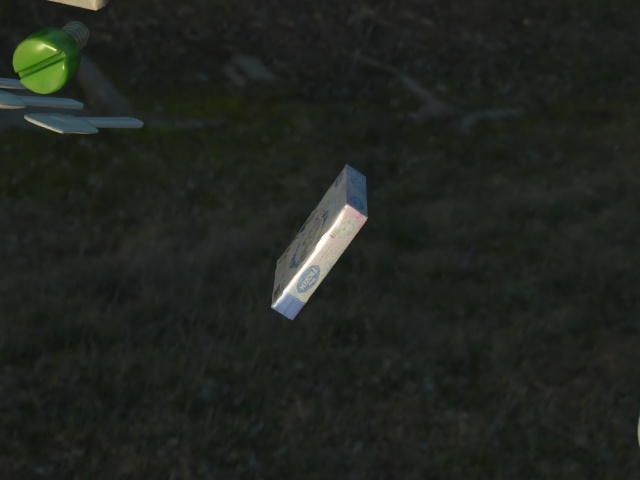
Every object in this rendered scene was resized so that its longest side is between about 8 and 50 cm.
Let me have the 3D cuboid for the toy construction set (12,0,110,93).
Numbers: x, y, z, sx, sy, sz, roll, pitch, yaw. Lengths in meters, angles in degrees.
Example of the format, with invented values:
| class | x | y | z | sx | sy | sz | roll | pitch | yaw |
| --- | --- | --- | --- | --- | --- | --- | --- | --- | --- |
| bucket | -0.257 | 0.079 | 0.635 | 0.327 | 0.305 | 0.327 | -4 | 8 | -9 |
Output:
| class | x | y | z | sx | sy | sz | roll | pitch | yaw |
| --- | --- | --- | --- | --- | --- | --- | --- | --- | --- |
| toy construction set | -0.159 | -0.182 | 0.843 | 0.257 | 0.309 | 0.237 | 34 | 31 | -4 |

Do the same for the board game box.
| class | x | y | z | sx | sy | sz | roll | pitch | yaw |
| --- | --- | --- | --- | --- | --- | --- | --- | --- | --- |
| board game box | 0.000 | 0.000 | 1.128 | 0.020 | 0.090 | 0.090 | 32 | 18 | -10 |

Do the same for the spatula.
| class | x | y | z | sx | sy | sz | roll | pitch | yaw |
| --- | --- | --- | --- | --- | --- | --- | --- | --- | --- |
| spatula | -0.255 | -0.126 | 1.440 | 0.168 | 0.019 | 0.242 | 18 | 8 | 10 |

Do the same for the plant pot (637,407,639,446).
| class | x | y | z | sx | sy | sz | roll | pitch | yaw |
| --- | --- | --- | --- | --- | --- | --- | --- | --- | --- |
| plant pot | 0.324 | 0.002 | 0.976 | 0.271 | 0.272 | 0.255 | 12 | 56 | -9 |
